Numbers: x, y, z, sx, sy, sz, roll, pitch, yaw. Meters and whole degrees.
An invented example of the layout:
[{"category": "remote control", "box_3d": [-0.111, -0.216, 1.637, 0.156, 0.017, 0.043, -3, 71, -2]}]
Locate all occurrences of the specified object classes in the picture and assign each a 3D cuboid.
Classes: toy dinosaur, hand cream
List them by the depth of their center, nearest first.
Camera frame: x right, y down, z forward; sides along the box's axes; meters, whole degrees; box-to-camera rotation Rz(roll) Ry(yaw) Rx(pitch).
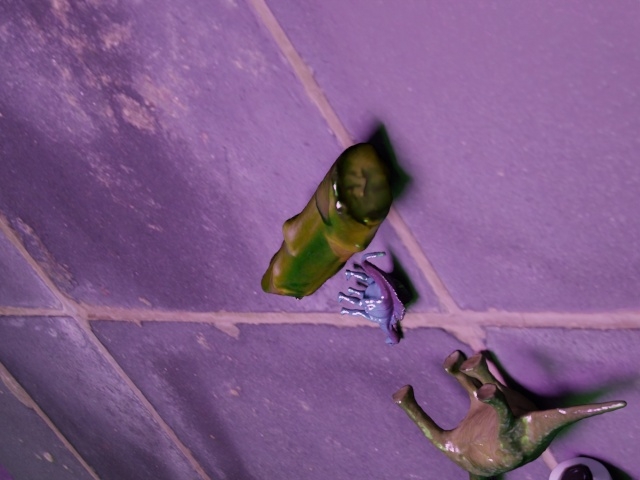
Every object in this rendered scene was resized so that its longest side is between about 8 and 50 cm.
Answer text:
[{"category": "toy dinosaur", "box_3d": [0.061, 0.062, 1.463, 0.080, 0.045, 0.197, 13, 149, 16]}, {"category": "toy dinosaur", "box_3d": [0.226, 0.258, 1.498, 0.301, 0.087, 0.447, 53, 153, -20]}, {"category": "hand cream", "box_3d": [0.324, 0.362, 1.562, 0.109, 0.067, 0.321, 16, 146, 32]}]

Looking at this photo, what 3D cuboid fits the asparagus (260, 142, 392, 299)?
[{"category": "asparagus", "box_3d": [0.001, -0.001, 1.410, 0.085, 0.082, 0.343, 35, 150, 0]}]
